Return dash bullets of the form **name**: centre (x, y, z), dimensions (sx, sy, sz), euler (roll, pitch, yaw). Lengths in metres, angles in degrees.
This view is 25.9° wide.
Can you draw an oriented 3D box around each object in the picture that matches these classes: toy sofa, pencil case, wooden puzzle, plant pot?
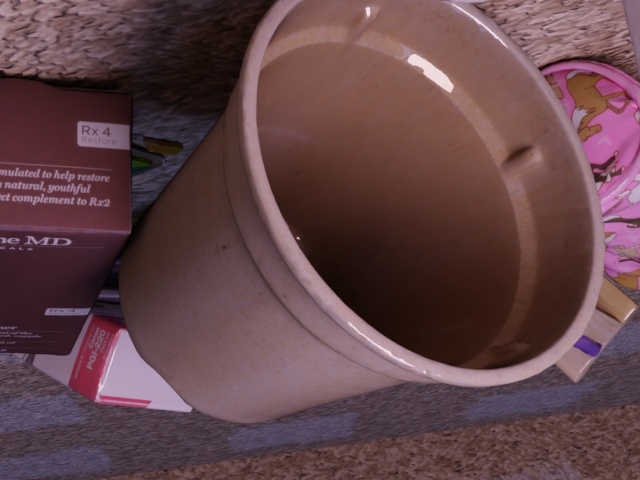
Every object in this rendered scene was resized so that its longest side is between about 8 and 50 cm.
- **toy sofa**: centre (0.194, 0.070, 1.473), dimensions (0.177, 0.150, 0.362), euler (-52, 155, 7)
- **pencil case**: centre (0.301, -0.053, 1.412), dimensions (0.167, 0.160, 0.386), euler (16, 176, 29)
- **wooden puzzle**: centre (-0.195, -0.074, 1.342), dimensions (0.116, 0.014, 0.079), euler (-21, 158, 35)
- **plant pot**: centre (0.000, 0.000, 1.123), dimensions (0.334, 0.333, 0.305), euler (5, 156, -36)

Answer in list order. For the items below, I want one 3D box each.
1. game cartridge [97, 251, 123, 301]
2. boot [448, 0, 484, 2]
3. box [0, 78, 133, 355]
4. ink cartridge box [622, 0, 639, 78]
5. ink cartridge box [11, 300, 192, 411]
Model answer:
- **game cartridge**: centre (-0.081, 0.046, 1.541), dimensions (0.355, 0.068, 0.230), euler (0, 179, 27)
- **boot**: centre (0.060, -0.222, 0.899), dimensions (0.176, 0.088, 0.244), euler (-1, 164, -17)
- **box**: centre (-0.296, -0.006, 1.284), dimensions (0.191, 0.143, 0.381), euler (3, 158, -16)
- **ink cartridge box**: centre (0.321, -0.188, 0.895), dimensions (0.307, 0.223, 0.129), euler (8, 155, -43)
- **ink cartridge box**: centre (-0.259, 0.114, 1.604), dimensions (0.218, 0.092, 0.159), euler (19, -178, 38)
